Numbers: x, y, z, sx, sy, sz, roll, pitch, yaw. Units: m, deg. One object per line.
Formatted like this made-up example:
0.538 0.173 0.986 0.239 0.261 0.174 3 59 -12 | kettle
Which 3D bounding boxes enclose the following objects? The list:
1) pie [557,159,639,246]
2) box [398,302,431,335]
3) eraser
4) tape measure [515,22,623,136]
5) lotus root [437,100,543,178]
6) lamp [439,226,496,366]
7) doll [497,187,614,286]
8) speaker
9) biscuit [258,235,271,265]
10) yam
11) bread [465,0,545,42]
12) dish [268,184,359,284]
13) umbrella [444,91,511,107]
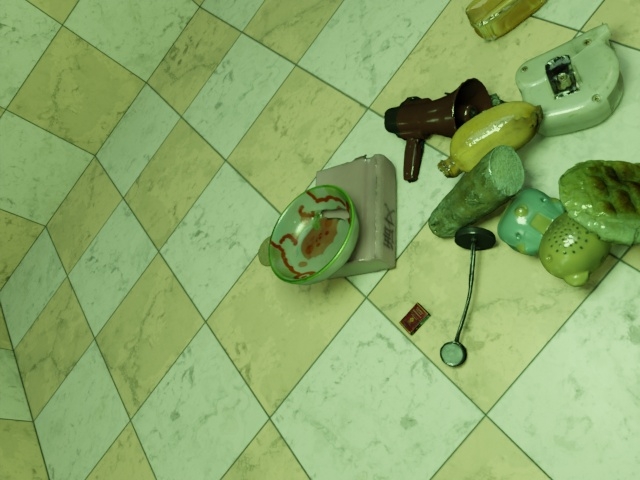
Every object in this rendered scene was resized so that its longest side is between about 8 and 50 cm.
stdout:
0.695 -0.100 1.264 0.306 0.071 0.306 2 43 -2 | pie
0.269 0.224 1.567 0.082 0.023 0.051 -50 48 8 | box
0.106 -0.074 1.765 0.272 0.122 0.359 -14 62 36 | eraser
0.677 -0.427 1.482 0.258 0.130 0.265 -21 59 26 | tape measure
0.459 -0.277 1.489 0.303 0.146 0.131 -33 22 27 | lotus root
0.404 0.152 1.488 0.130 0.108 0.372 1 85 25 | lamp
0.579 -0.013 1.348 0.177 0.161 0.260 -53 46 4 | doll
0.357 -0.336 1.710 0.329 0.198 0.259 -3 108 52 | speaker
-0.183 0.037 2.003 0.120 0.015 0.120 -16 62 32 | biscuit
0.407 -0.111 1.488 0.330 0.133 0.133 -47 43 49 | yam
0.583 -0.736 1.706 0.241 0.107 0.136 -34 51 21 | bread
0.000 0.000 1.662 0.324 0.124 0.324 -22 51 31 | dish
0.492 -0.443 1.690 0.269 0.044 0.044 31 123 43 | umbrella
